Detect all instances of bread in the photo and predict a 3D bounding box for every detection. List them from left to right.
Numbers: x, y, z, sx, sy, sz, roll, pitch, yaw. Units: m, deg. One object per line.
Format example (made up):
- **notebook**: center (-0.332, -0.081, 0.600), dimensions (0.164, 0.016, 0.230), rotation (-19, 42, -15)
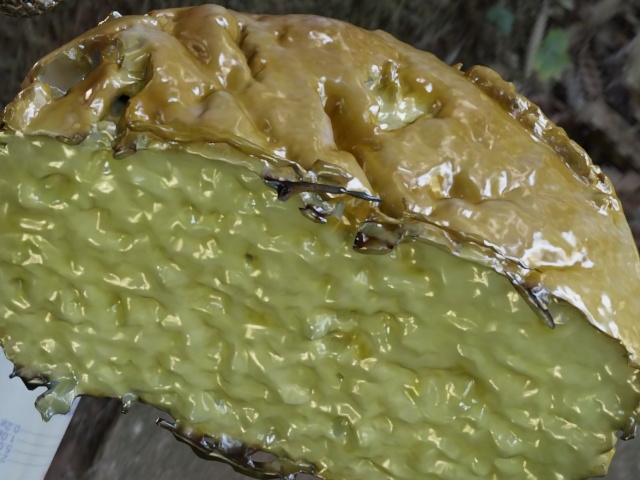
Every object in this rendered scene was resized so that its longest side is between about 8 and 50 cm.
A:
- **bread**: center (0.005, 0.000, 0.669), dimensions (0.261, 0.160, 0.147), rotation (16, 42, 3)

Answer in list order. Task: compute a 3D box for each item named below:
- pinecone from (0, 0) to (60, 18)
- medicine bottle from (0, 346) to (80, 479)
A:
- **pinecone**: center (-0.289, -0.258, 1.628), dimensions (0.102, 0.109, 0.102), rotation (9, 56, -14)
- **medicine bottle**: center (-0.278, 0.182, 1.250), dimensions (0.130, 0.130, 0.341), rotation (24, 91, -5)
